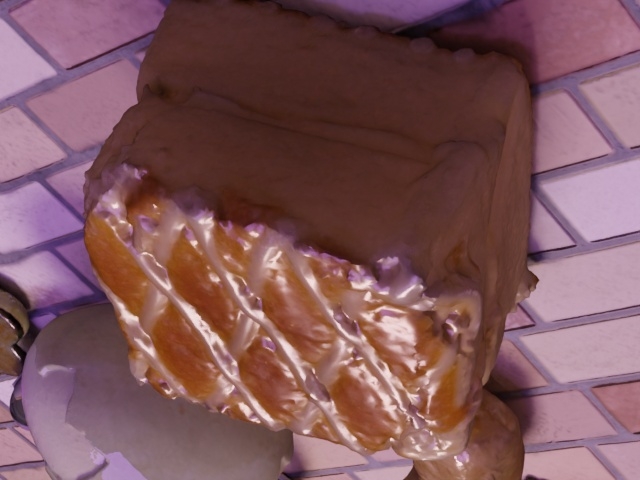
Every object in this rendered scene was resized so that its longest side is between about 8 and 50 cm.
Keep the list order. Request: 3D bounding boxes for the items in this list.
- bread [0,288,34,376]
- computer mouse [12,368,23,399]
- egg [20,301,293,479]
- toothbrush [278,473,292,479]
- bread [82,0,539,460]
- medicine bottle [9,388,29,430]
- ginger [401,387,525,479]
[{"bbox_3d":[-0.478,0.113,2.060,0.207,0.056,0.286,33,146,-11],"label":"bread"},{"bbox_3d":[-0.344,0.162,2.005,0.045,0.102,0.199,57,139,8],"label":"computer mouse"},{"bbox_3d":[-0.209,0.213,1.826,0.336,0.278,0.278,37,144,-12],"label":"egg"},{"bbox_3d":[-0.102,0.306,2.099,0.304,0.030,0.030,37,144,-17],"label":"toothbrush"},{"bbox_3d":[0.000,0.000,1.415,0.371,0.279,0.390,16,147,17],"label":"bread"},{"bbox_3d":[-0.320,0.347,2.236,0.108,0.108,0.426,6,143,26],"label":"medicine bottle"},{"bbox_3d":[0.163,0.253,1.764,0.138,0.152,0.267,35,136,35],"label":"ginger"}]
